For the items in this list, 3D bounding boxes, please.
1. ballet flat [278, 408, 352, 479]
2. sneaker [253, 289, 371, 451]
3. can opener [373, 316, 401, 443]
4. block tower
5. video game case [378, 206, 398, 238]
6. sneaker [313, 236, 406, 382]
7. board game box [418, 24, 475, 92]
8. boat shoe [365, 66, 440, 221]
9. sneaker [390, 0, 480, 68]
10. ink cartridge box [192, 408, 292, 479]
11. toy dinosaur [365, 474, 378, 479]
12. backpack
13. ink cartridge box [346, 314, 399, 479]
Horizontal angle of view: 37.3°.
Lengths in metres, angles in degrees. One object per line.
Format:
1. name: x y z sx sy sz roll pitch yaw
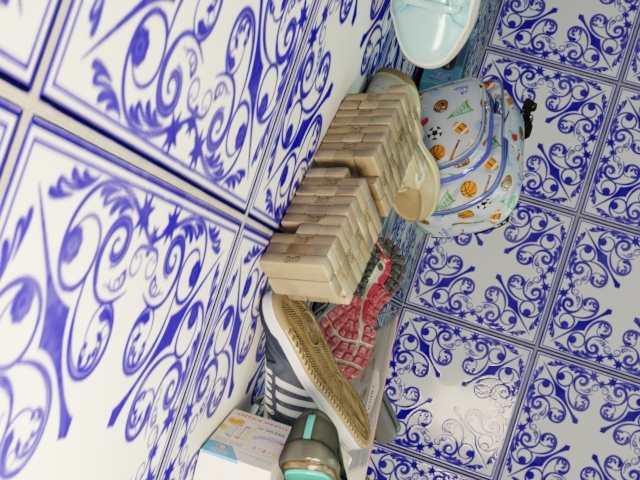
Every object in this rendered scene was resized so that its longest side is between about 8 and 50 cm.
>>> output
1. ballet flat: 0.001 0.291 1.200 0.280 0.095 0.096 91 5 -58
2. sneaker: -0.053 0.191 1.260 0.099 0.153 0.282 -79 147 -52
3. can opener: 0.094 0.255 1.836 0.280 0.093 0.074 70 20 -4
4. block tower: 0.035 -0.063 1.227 0.335 0.097 0.091 -62 144 -37
5. video game case: 0.138 -0.045 2.064 0.274 0.026 0.196 85 25 -63
6. sneaker: 0.039 0.131 1.607 0.112 0.121 0.299 -12 -140 56
7. board game box: 0.255 -0.274 2.065 0.336 0.079 0.254 95 11 -46
8. boat shoe: 0.116 -0.129 1.509 0.098 0.109 0.302 -53 145 -30
9. sneaker: 0.148 -0.407 1.257 0.150 0.135 0.366 -34 132 -62
10. ink cartridge box: -0.093 0.281 1.187 0.143 0.092 0.090 -46 151 -71
11. toy dinosaur: 0.003 0.415 1.817 0.295 0.200 0.127 -2 139 -49
12. backpack: 0.241 -0.145 1.698 0.213 0.276 0.263 30 51 -49
13. ink cartridge box: 0.075 0.290 1.636 0.239 0.060 0.275 -40 -150 55
